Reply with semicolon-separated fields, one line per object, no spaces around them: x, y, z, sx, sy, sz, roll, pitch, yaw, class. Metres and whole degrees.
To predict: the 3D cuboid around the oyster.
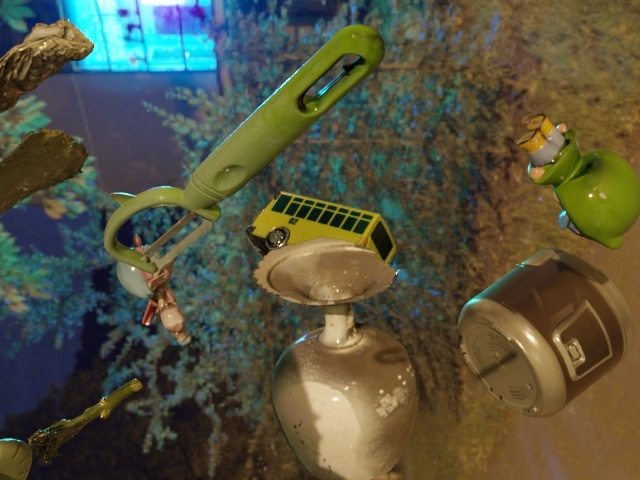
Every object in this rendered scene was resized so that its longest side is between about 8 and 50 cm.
-0.493;-0.270;1.211;0.087;0.252;0.199;57;170;-19;oyster

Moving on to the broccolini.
-0.409;0.304;1.324;0.067;0.216;0.058;18;134;45;broccolini

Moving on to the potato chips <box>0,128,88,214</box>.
-0.333;-0.042;0.782;0.059;0.228;0.167;53;-128;-14;potato chips

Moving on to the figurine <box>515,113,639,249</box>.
0.450;-0.104;1.310;0.162;0.263;0.143;-55;15;-28;figurine

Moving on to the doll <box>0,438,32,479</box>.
-0.552;0.329;0.990;0.216;0.268;0.284;45;-179;39;doll

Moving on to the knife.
-0.051;-0.041;0.372;0.212;0.054;0.015;-35;39;38;knife

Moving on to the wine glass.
0.028;0.183;1.124;0.238;0.238;0.323;-93;-1;-69;wine glass

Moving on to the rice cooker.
0.525;0.208;1.730;0.335;0.325;0.335;47;155;29;rice cooker

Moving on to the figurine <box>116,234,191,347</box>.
-0.334;0.129;1.544;0.205;0.103;0.260;-111;2;-52;figurine

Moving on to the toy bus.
0.000;0.000;1.455;0.150;0.262;0.128;-57;-38;-22;toy bus
